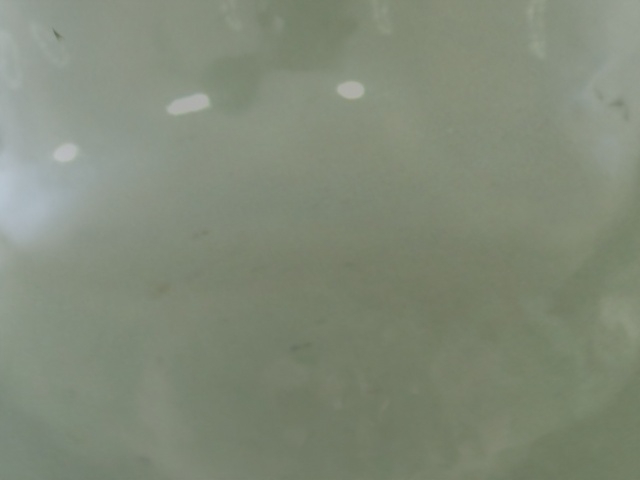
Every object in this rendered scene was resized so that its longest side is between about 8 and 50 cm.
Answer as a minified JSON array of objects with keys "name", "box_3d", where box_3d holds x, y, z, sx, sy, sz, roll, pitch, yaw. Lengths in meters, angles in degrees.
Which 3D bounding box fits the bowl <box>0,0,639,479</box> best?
[{"name":"bowl","box_3d":[0.000,0.000,0.316,0.337,0.158,0.337,0,-139,0]}]
